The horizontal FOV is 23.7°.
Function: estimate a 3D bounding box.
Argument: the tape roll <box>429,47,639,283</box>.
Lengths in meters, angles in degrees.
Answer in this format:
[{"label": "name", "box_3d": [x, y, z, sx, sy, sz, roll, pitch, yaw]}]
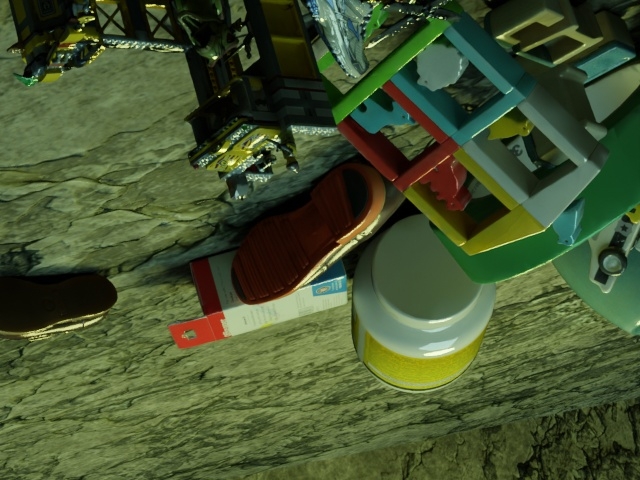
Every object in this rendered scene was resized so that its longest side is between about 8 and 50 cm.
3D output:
[{"label": "tape roll", "box_3d": [0.260, -0.083, 1.550, 0.321, 0.077, 0.321, -36, -171, 6]}]

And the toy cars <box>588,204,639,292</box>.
[{"label": "toy cars", "box_3d": [0.369, -0.080, 1.821, 0.087, 0.176, 0.393, 25, 158, 12]}]

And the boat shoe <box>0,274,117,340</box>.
[{"label": "boat shoe", "box_3d": [-0.339, 0.086, 1.797, 0.207, 0.073, 0.073, -1, 155, -41]}]

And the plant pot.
[{"label": "plant pot", "box_3d": [0.465, 0.018, 2.130, 0.290, 0.195, 0.290, -16, 163, -5]}]

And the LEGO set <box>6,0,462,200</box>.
[{"label": "LEGO set", "box_3d": [-0.061, -0.153, 1.101, 0.331, 0.192, 0.255, -29, 159, 35]}]

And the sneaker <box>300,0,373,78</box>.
[{"label": "sneaker", "box_3d": [0.023, -0.188, 1.276, 0.058, 0.052, 0.135, -31, 143, 1]}]

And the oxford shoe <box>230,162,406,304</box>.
[{"label": "oxford shoe", "box_3d": [0.000, 0.000, 1.804, 0.271, 0.097, 0.098, -34, 161, 38]}]

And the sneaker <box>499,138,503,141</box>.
[{"label": "sneaker", "box_3d": [0.248, -0.081, 1.813, 0.094, 0.081, 0.208, -23, 163, 27]}]

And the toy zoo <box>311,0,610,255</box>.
[{"label": "toy zoo", "box_3d": [0.122, -0.098, 1.359, 0.192, 0.293, 0.030, -37, -167, 50]}]

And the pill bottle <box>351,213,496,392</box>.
[{"label": "pill bottle", "box_3d": [0.135, 0.082, 2.032, 0.188, 0.188, 0.334, -15, 163, -4]}]

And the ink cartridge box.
[{"label": "ink cartridge box", "box_3d": [-0.086, 0.061, 1.948, 0.231, 0.078, 0.134, -16, 162, -3]}]

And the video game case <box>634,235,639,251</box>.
[{"label": "video game case", "box_3d": [0.421, -0.107, 1.634, 0.204, 0.025, 0.285, -59, 172, 26]}]

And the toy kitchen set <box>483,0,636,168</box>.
[{"label": "toy kitchen set", "box_3d": [0.226, -0.136, 1.469, 0.122, 0.166, 0.207, -27, 160, 30]}]
